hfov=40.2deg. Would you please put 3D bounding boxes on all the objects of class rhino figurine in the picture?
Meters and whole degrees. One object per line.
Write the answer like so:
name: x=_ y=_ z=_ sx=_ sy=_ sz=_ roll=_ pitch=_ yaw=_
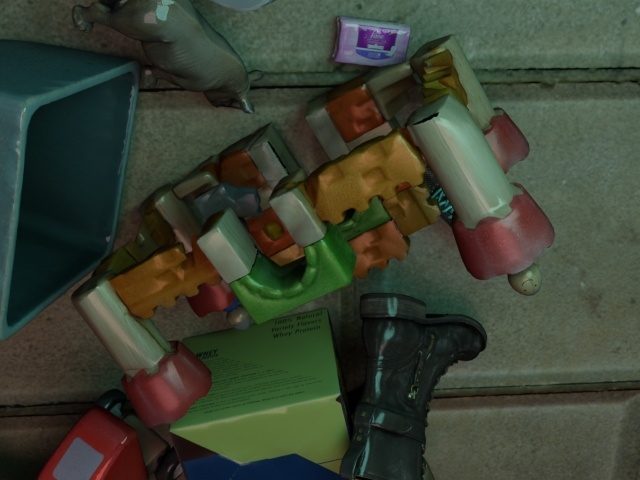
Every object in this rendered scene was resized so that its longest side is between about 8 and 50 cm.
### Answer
rhino figurine: x=-0.138 y=-0.193 z=0.923 sx=0.106 sy=0.073 sz=0.243 roll=-2 pitch=158 yaw=31

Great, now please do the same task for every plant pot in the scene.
plant pot: x=-0.368 y=-0.085 z=0.914 sx=0.252 sy=0.248 sz=0.247 roll=17 pitch=113 yaw=8

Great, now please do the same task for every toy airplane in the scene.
toy airplane: x=-0.328 y=0.402 z=1.093 sx=0.386 sy=0.272 sz=0.384 roll=-13 pitch=102 yaw=33

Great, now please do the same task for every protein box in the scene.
protein box: x=-0.066 y=0.208 z=1.083 sx=0.200 sy=0.201 sz=0.135 roll=-13 pitch=115 yaw=1

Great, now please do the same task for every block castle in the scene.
block castle: x=0.000 y=0.000 z=0.918 sx=0.453 sy=0.303 sz=0.212 roll=-26 pitch=111 yaw=19

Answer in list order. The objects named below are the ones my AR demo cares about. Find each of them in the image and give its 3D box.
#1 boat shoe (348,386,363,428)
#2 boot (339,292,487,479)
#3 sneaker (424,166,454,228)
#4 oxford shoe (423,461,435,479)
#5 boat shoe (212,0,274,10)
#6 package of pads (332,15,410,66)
boat shoe: x=0.021 y=0.263 z=1.192 sx=0.178 sy=0.064 sz=0.060 roll=-29 pitch=111 yaw=6
boot: x=0.111 y=0.195 z=1.053 sx=0.091 sy=0.228 sz=0.263 roll=-8 pitch=160 yaw=40
sneaker: x=0.169 y=-0.041 z=1.058 sx=0.167 sy=0.076 sz=0.065 roll=34 pitch=107 yaw=-18
oxford shoe: x=-0.026 y=0.391 z=1.165 sx=0.397 sy=0.140 sz=0.146 roll=-27 pitch=133 yaw=14
boat shoe: x=-0.153 y=-0.336 z=0.882 sx=0.306 sy=0.105 sz=0.113 roll=26 pitch=124 yaw=11
package of pads: x=0.057 y=-0.224 z=0.990 sx=0.083 sy=0.032 sz=0.050 roll=5 pitch=115 yaw=-7
